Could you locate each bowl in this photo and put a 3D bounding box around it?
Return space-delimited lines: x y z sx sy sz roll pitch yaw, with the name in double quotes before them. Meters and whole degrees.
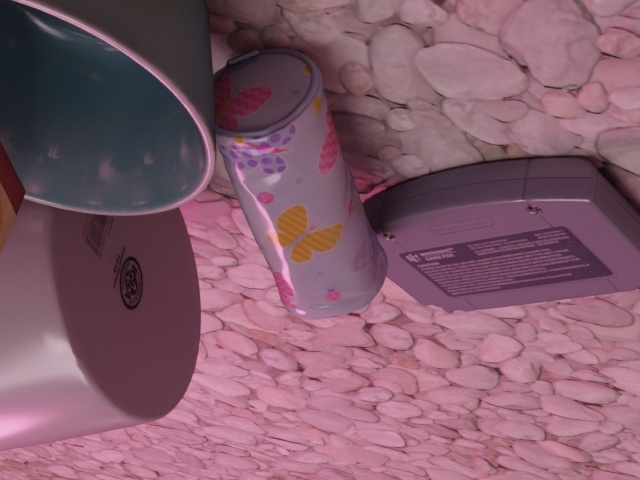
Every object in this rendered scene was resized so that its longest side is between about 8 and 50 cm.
"bowl" -0.215 -0.168 0.988 0.312 0.163 0.311 12 154 6

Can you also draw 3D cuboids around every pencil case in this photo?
"pencil case" -0.020 -0.047 1.127 0.113 0.124 0.273 -13 137 9

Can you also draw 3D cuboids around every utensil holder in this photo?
"utensil holder" -0.362 0.069 1.283 0.385 0.327 0.327 -10 146 19

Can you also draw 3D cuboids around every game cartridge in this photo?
"game cartridge" 0.180 -0.002 1.223 0.294 0.060 0.196 -11 147 41

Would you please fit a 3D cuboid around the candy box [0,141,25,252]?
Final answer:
"candy box" -0.420 -0.081 0.987 0.316 0.087 0.183 11 153 9
